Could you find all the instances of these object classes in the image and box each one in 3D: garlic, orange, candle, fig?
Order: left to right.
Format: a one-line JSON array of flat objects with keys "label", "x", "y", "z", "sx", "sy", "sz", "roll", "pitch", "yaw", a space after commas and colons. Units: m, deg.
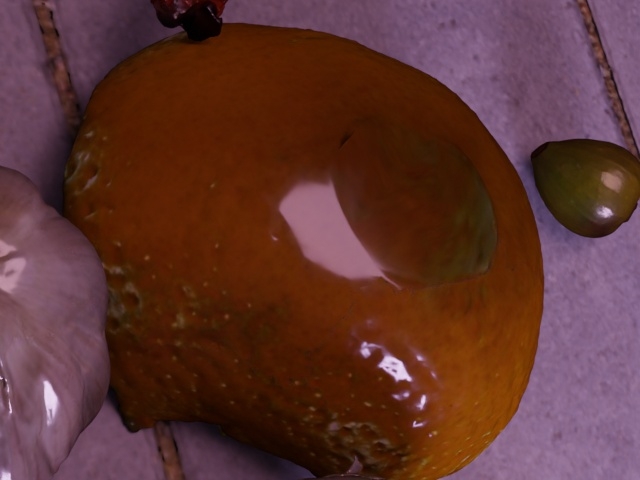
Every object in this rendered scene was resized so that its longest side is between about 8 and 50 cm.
[{"label": "garlic", "x": -0.205, "y": 0.045, "z": 0.779, "sx": 0.228, "sy": 0.152, "sz": 0.228, "roll": 19, "pitch": 58, "yaw": -34}, {"label": "candle", "x": -0.039, "y": -0.228, "z": 1.029, "sx": 0.329, "sy": 0.048, "sz": 0.051, "roll": -65, "pitch": 143, "yaw": -51}, {"label": "orange", "x": 0.007, "y": -0.004, "z": 0.955, "sx": 0.334, "sy": 0.196, "sz": 0.262, "roll": 30, "pitch": 44, "yaw": -15}, {"label": "fig", "x": 0.196, "y": -0.043, "z": 1.161, "sx": 0.088, "sy": 0.074, "sz": 0.074, "roll": 31, "pitch": 55, "yaw": -1}]

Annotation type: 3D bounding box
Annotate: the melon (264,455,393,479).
[{"label": "melon", "x": 0.020, "y": 0.272, "z": 0.812, "sx": 0.223, "sy": 0.223, "sz": 0.317, "roll": 7, "pitch": 68, "yaw": -34}]
